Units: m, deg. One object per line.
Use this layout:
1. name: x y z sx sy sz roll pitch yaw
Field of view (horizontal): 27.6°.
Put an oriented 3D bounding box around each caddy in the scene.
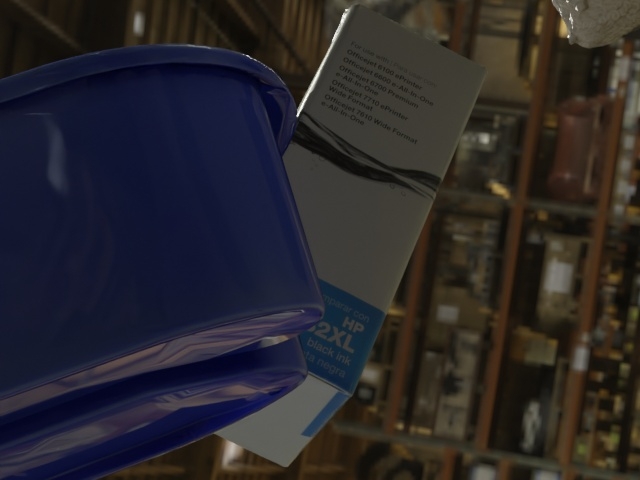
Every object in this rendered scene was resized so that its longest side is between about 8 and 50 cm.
1. caddy: -0.159 0.020 0.636 0.241 0.341 0.179 105 144 -69

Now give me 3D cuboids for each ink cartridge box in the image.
1. ink cartridge box: 0.000 0.000 1.058 0.308 0.129 0.223 -65 2 -27

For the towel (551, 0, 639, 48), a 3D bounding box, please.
1. towel: 0.118 -0.235 0.504 0.282 0.187 0.049 65 -158 10
